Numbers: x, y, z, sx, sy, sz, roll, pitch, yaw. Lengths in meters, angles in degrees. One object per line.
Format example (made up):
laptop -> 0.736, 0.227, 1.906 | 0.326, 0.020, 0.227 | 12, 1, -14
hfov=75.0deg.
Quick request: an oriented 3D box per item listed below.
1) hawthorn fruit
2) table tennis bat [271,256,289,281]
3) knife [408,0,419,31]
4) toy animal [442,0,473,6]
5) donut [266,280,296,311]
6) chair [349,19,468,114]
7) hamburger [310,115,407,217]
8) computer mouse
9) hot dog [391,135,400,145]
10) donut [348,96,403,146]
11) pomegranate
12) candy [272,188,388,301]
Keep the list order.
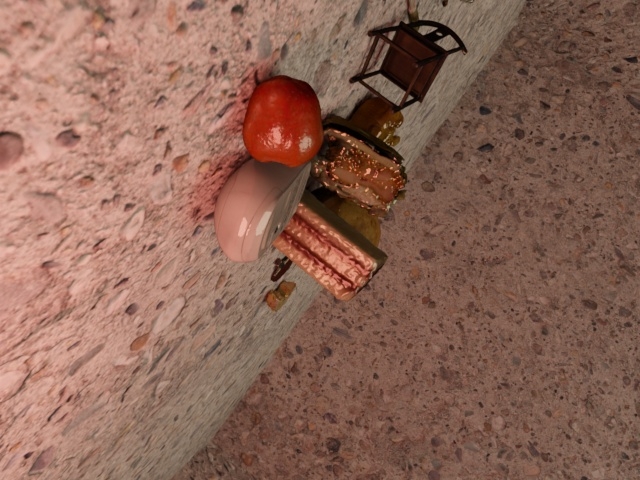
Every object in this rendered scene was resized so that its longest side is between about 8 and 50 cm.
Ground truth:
hawthorn fruit -> -0.055, -0.191, 0.662 | 0.133, 0.133, 0.138 | -44, 156, -43
table tennis bat -> -0.142, 0.097, 1.547 | 0.130, 0.019, 0.220 | -52, 171, -8
knife -> 0.221, -0.566, 0.984 | 0.047, 0.017, 0.298 | -62, 168, 13
toy animal -> 0.395, -0.729, 1.063 | 0.170, 0.090, 0.255 | -41, 162, -35
donut -> -0.173, 0.232, 1.727 | 0.108, 0.065, 0.166 | -59, 170, 29
chair -> 0.212, -0.425, 0.994 | 0.260, 0.154, 0.141 | -35, 161, -40
hamburger -> 0.098, -0.191, 1.071 | 0.167, 0.288, 0.192 | -58, -171, 19
computer mouse -> -0.115, -0.078, 0.793 | 0.297, 0.121, 0.184 | -65, 174, -55
hot dog -> 0.332, -0.445, 1.878 | 0.137, 0.028, 0.044 | -42, 139, -59
donut -> 0.145, -0.309, 1.220 | 0.226, 0.114, 0.226 | -51, 170, -12
pomegranate -> 0.040, -0.030, 1.241 | 0.281, 0.281, 0.281 | -52, 170, -13
candy -> 0.000, 0.000, 1.021 | 0.135, 0.321, 0.179 | -54, 173, 13
